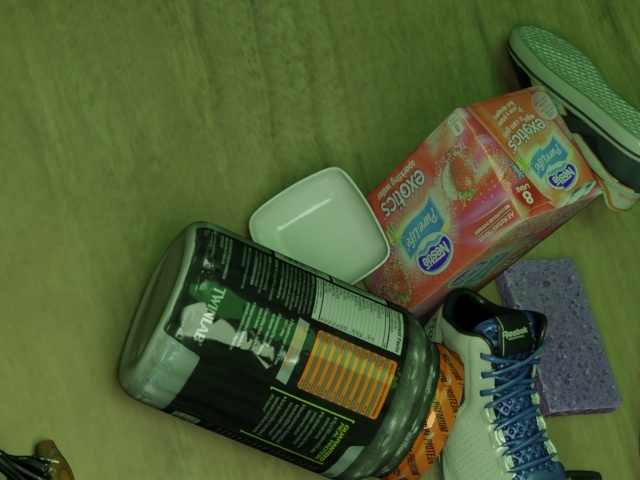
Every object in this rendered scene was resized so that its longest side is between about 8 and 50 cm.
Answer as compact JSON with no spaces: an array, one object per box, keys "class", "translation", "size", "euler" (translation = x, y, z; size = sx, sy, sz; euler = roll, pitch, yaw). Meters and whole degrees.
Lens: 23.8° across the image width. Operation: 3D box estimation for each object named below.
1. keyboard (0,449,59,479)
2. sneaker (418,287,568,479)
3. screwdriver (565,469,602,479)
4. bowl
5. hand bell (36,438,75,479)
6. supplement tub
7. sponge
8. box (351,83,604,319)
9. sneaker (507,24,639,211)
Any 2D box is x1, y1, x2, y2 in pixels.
[{"class":"keyboard","translation":[-0.377,0.251,1.437],"size":[0.317,0.033,0.202],"euler":[30,70,3]},{"class":"sneaker","translation":[0.199,0.180,1.725],"size":[0.127,0.182,0.316],"euler":[-12,58,-26]},{"class":"screwdriver","translation":[0.264,0.291,1.836],"size":[0.169,0.025,0.024],"euler":[1,64,-18]},{"class":"bowl","translation":[0.000,0.000,1.802],"size":[0.142,0.053,0.142],"euler":[-30,77,1]},{"class":"hand bell","translation":[-0.249,0.307,1.516],"size":[0.126,0.126,0.242],"euler":[-3,53,-29]},{"class":"supplement tub","translation":[-0.029,0.132,1.645],"size":[0.338,0.207,0.207],"euler":[25,55,-14]},{"class":"sponge","translation":[0.302,0.123,1.936],"size":[0.117,0.031,0.210],"euler":[-2,65,-29]},{"class":"box","translation":[0.168,-0.034,1.782],"size":[0.142,0.300,0.154],"euler":[-18,75,-36]},{"class":"sneaker","translation":[0.342,-0.168,2.073],"size":[0.126,0.127,0.321],"euler":[-1,40,-35]}]
